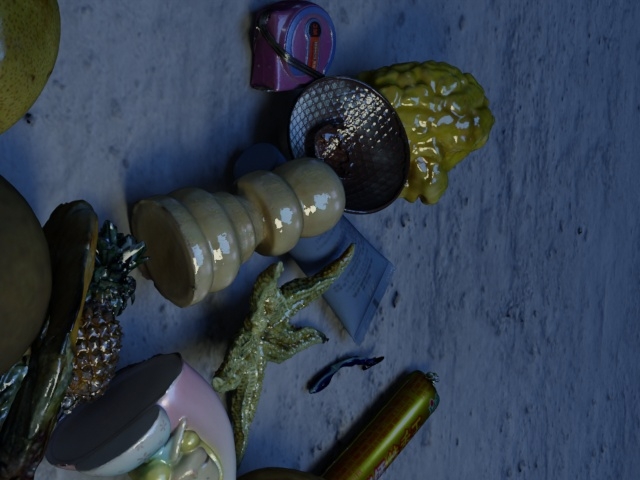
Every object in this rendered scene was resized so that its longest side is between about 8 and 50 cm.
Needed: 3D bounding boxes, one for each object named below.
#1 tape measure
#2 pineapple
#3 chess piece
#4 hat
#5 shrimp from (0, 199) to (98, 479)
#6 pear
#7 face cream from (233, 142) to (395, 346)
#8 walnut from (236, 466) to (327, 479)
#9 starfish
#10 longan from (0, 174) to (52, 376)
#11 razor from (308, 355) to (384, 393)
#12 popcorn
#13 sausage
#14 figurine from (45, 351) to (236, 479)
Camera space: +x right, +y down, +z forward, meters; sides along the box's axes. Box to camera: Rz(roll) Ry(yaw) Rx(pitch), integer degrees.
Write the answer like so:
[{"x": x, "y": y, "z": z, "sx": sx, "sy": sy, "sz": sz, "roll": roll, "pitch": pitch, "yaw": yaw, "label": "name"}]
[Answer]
[{"x": -0.040, "y": -0.258, "z": 1.820, "sx": 0.125, "sy": 0.074, "sz": 0.118, "roll": -11, "pitch": 108, "yaw": -47, "label": "tape measure"}, {"x": -0.259, "y": 0.088, "z": 1.559, "sx": 0.103, "sy": 0.083, "sz": 0.221, "roll": 31, "pitch": 69, "yaw": -47, "label": "pineapple"}, {"x": -0.087, "y": -0.029, "z": 1.670, "sx": 0.261, "sy": 0.142, "sz": 0.143, "roll": -25, "pitch": 115, "yaw": -31, "label": "chess piece"}, {"x": 0.021, "y": -0.117, "z": 1.849, "sx": 0.193, "sy": 0.082, "sz": 0.193, "roll": 10, "pitch": 69, "yaw": -29, "label": "hat"}, {"x": -0.304, "y": 0.172, "z": 1.388, "sx": 0.085, "sy": 0.272, "sz": 0.445, "roll": 20, "pitch": 87, "yaw": -21, "label": "shrimp"}, {"x": -0.354, "y": -0.208, "z": 1.300, "sx": 0.211, "sy": 0.188, "sz": 0.228, "roll": 53, "pitch": 45, "yaw": -46, "label": "pear"}, {"x": 0.000, "y": 0.000, "z": 1.900, "sx": 0.385, "sy": 0.086, "sz": 0.136, "roll": 50, "pitch": 59, "yaw": -47, "label": "face cream"}, {"x": -0.045, "y": 0.398, "z": 1.769, "sx": 0.228, "sy": 0.228, "sz": 0.228, "roll": -10, "pitch": 102, "yaw": -53, "label": "walnut"}, {"x": -0.062, "y": 0.112, "z": 1.775, "sx": 0.347, "sy": 0.078, "sz": 0.358, "roll": -47, "pitch": 156, "yaw": -37, "label": "starfish"}, {"x": -0.377, "y": 0.033, "z": 1.258, "sx": 0.258, "sy": 0.258, "sz": 0.258, "roll": -10, "pitch": 102, "yaw": -53, "label": "longan"}, {"x": 0.029, "y": 0.191, "z": 2.011, "sx": 0.154, "sy": 0.044, "sz": 0.028, "roll": -18, "pitch": 79, "yaw": -48, "label": "razor"}, {"x": 0.135, "y": -0.151, "z": 1.967, "sx": 0.226, "sy": 0.200, "sz": 0.203, "roll": 2, "pitch": 82, "yaw": -54, "label": "popcorn"}, {"x": 0.084, "y": 0.305, "z": 2.060, "sx": 0.371, "sy": 0.082, "sz": 0.082, "roll": -41, "pitch": 126, "yaw": -44, "label": "sausage"}, {"x": -0.191, "y": 0.333, "z": 1.603, "sx": 0.316, "sy": 0.206, "sz": 0.284, "roll": 55, "pitch": 53, "yaw": -29, "label": "figurine"}]
